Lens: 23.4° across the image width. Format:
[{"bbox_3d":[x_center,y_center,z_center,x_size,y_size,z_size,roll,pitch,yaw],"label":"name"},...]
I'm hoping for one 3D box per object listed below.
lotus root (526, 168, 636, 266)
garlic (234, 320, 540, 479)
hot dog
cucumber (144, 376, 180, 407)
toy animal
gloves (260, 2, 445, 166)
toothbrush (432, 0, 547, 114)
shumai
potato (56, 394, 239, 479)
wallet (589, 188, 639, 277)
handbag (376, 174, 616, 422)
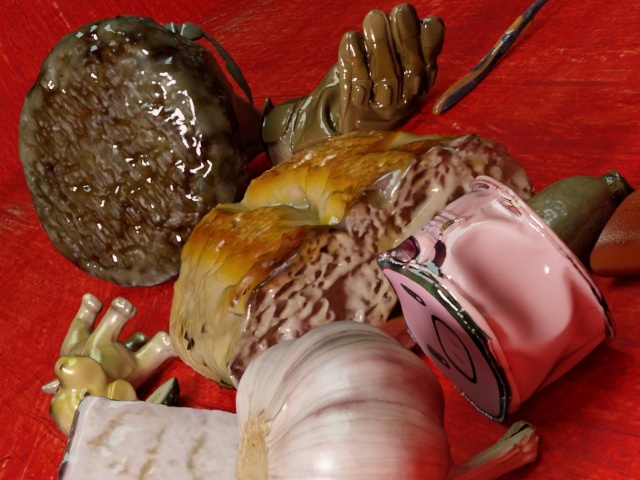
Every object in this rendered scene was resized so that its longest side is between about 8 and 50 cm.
[{"bbox_3d":[0.222,-0.007,1.466,0.183,0.077,0.090,-42,20,-9],"label":"lotus root"},{"bbox_3d":[0.059,0.178,1.223,0.253,0.245,0.245,-1,11,-18],"label":"garlic"},{"bbox_3d":[0.000,0.026,1.617,0.367,0.196,0.365,-37,21,-17],"label":"hot dog"},{"bbox_3d":[-0.184,0.197,1.758,0.067,0.035,0.107,-38,11,31],"label":"cucumber"},{"bbox_3d":[-0.271,0.153,1.897,0.169,0.121,0.233,-50,18,-4],"label":"toy animal"},{"bbox_3d":[0.054,-0.202,2.108,0.331,0.141,0.154,-33,-9,39],"label":"gloves"},{"bbox_3d":[0.261,-0.277,2.084,0.321,0.031,0.023,-42,19,-15],"label":"toothbrush"},{"bbox_3d":[-0.214,-0.143,2.235,0.395,0.395,0.348,-23,2,34],"label":"shumai"},{"bbox_3d":[-0.135,0.262,1.453,0.264,0.211,0.189,80,-163,-76],"label":"potato"},{"bbox_3d":[0.345,-0.025,1.348,0.142,0.045,0.204,-48,22,-28],"label":"wallet"},{"bbox_3d":[0.145,0.051,1.303,0.116,0.205,0.179,-40,52,-10],"label":"handbag"}]
